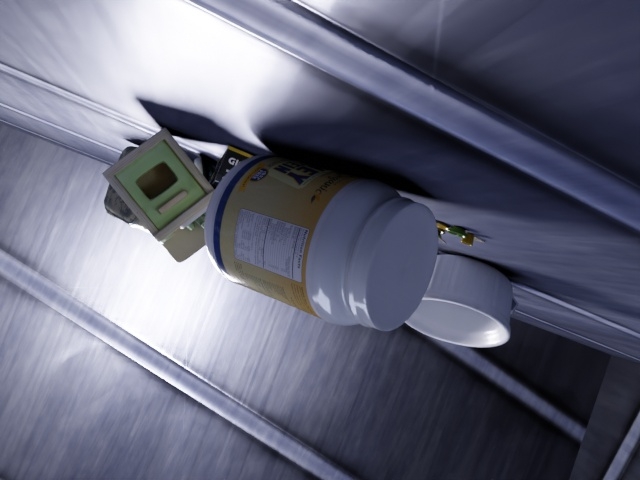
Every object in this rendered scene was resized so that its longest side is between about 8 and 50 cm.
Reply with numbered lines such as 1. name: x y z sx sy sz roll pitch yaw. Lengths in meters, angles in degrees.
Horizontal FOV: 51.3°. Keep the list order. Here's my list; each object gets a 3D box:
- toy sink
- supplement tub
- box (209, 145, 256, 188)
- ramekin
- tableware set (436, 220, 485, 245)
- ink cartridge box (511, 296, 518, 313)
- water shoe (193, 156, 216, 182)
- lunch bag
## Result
1. toy sink: -0.296 -0.082 1.328 0.234 0.153 0.131 54 171 -9
2. supplement tub: 0.000 0.000 1.043 0.316 0.228 0.228 18 176 35
3. box: -0.095 -0.098 1.372 0.257 0.079 0.322 23 177 -11
4. ramekin: 0.340 0.148 1.648 0.277 0.135 0.277 16 155 7
5. tableware set: 0.221 -0.016 1.240 0.104 0.024 0.154 24 176 -44
6. ink cartridge box: 0.399 0.105 1.790 0.206 0.045 0.208 16 156 50
7. water shoe: -0.248 -0.156 1.570 0.080 0.073 0.203 1 -178 1
8. lunch bag: -0.416 -0.118 1.822 0.256 0.213 0.305 23 177 -36
